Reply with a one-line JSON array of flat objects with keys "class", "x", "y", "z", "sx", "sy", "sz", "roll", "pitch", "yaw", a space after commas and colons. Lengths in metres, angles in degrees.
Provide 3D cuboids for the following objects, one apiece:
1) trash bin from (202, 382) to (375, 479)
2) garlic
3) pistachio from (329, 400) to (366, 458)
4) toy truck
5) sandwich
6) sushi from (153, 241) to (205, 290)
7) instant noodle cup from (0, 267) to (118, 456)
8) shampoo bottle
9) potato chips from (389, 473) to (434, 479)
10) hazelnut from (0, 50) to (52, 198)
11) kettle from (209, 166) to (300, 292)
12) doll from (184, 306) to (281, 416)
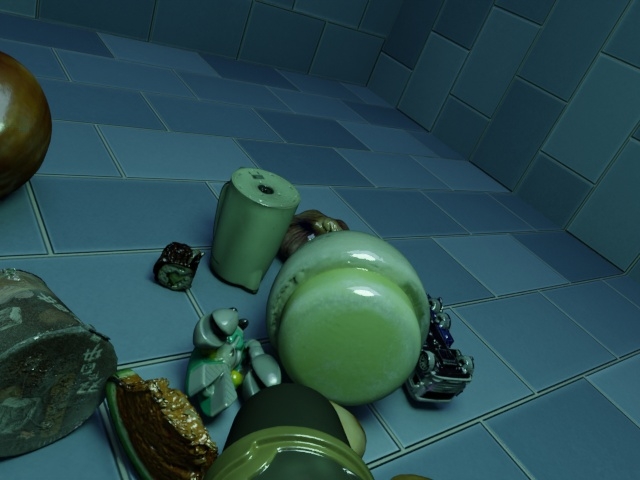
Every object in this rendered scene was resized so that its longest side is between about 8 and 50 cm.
[{"class": "trash bin", "x": -0.038, "y": 0.310, "z": 0.635, "sx": 0.214, "sy": 0.214, "sz": 0.334, "roll": 22, "pitch": 1, "yaw": -2}, {"class": "garlic", "x": 0.000, "y": 0.000, "z": 1.417, "sx": 0.244, "sy": 0.161, "sz": 0.245, "roll": 17, "pitch": 29, "yaw": -10}, {"class": "pistachio", "x": -0.024, "y": 0.333, "z": 0.869, "sx": 0.214, "sy": 0.144, "sz": 0.144, "roll": 14, "pitch": 30, "yaw": -21}, {"class": "toy truck", "x": 0.225, "y": 0.244, "z": 1.187, "sx": 0.124, "sy": 0.156, "sz": 0.268, "roll": 11, "pitch": 34, "yaw": -22}, {"class": "sandwich", "x": -0.225, "y": 0.280, "z": 0.775, "sx": 0.235, "sy": 0.159, "sz": 0.079, "roll": 41, "pitch": 30, "yaw": 18}, {"class": "sushi", "x": -0.315, "y": 0.053, "z": 1.162, "sx": 0.094, "sy": 0.098, "sz": 0.084, "roll": 20, "pitch": 30, "yaw": -11}, {"class": "instant noodle cup", "x": -0.448, "y": 0.165, "z": 0.778, "sx": 0.207, "sy": 0.218, "sz": 0.217, "roll": 34, "pitch": 30, "yaw": 33}, {"class": "shampoo bottle", "x": 0.052, "y": 0.140, "z": 1.055, "sx": 0.322, "sy": 0.323, "sz": 0.317, "roll": 18, "pitch": 23, "yaw": -9}, {"class": "potato chips", "x": 0.204, "y": 0.469, "z": 0.900, "sx": 0.201, "sy": 0.049, "sz": 0.150, "roll": 18, "pitch": 24, "yaw": 2}, {"class": "hazelnut", "x": -0.747, "y": -0.232, "z": 1.097, "sx": 0.365, "sy": 0.366, "sz": 0.366, "roll": 18, "pitch": 29, "yaw": -10}, {"class": "kettle", "x": -0.178, "y": -0.041, "z": 1.254, "sx": 0.165, "sy": 0.256, "sz": 0.240, "roll": -8, "pitch": 43, "yaw": -40}, {"class": "doll", "x": -0.175, "y": 0.195, "z": 0.965, "sx": 0.195, "sy": 0.153, "sz": 0.258, "roll": 36, "pitch": 20, "yaw": -41}]
